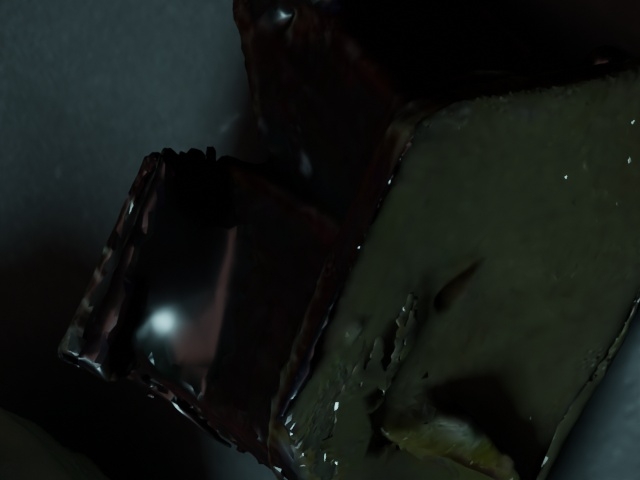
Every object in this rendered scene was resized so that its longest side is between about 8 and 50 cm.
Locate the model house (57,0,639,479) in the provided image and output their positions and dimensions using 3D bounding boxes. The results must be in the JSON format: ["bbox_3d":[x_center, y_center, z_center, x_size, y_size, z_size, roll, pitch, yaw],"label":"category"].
[{"bbox_3d":[0.010,-0.002,0.637,0.203,0.141,0.164,-60,37,10],"label":"model house"}]

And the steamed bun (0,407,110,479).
[{"bbox_3d":[-0.140,0.143,0.778,0.211,0.144,0.218,29,149,42],"label":"steamed bun"}]
